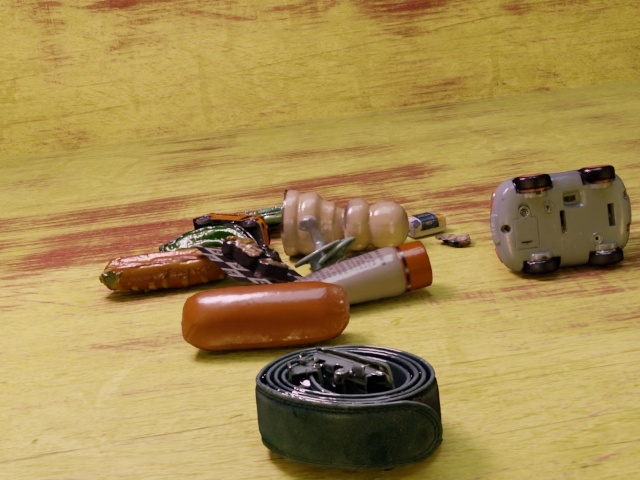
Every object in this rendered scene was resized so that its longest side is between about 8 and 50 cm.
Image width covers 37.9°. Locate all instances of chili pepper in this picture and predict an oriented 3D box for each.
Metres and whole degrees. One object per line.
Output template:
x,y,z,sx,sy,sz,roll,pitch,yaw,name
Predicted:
-0.250,0.023,1.963,0.279,0.065,0.122,-10,36,10,chili pepper

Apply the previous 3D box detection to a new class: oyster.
0.276,-0.001,1.920,0.054,0.019,0.083,-19,19,-41,oyster

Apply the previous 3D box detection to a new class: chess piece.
0.053,-0.033,1.932,0.261,0.143,0.143,2,17,8,chess piece

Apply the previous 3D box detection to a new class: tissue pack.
0.223,-0.035,2.015,0.083,0.042,0.062,-12,15,-21,tissue pack

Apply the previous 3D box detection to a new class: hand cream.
0.038,0.075,1.634,0.314,0.089,0.140,-12,3,-6,hand cream

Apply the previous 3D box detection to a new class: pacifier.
0.000,0.000,1.826,0.127,0.116,0.150,-29,-6,26,pacifier

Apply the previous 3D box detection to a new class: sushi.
-0.113,0.029,1.762,0.192,0.050,0.215,9,13,-32,sushi

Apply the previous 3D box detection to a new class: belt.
0.042,0.200,1.158,0.267,0.116,0.206,5,15,41,belt

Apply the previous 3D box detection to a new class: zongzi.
0.048,0.055,1.785,0.113,0.052,0.104,-10,3,39,zongzi

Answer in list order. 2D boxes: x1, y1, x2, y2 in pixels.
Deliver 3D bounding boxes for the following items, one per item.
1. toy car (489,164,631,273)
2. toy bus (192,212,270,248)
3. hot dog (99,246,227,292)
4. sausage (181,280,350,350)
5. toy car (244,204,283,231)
0.434,-0.044,1.755,0.270,0.180,0.212,-8,6,-9,toy car
-0.183,-0.018,2.036,0.194,0.083,0.088,5,21,34,toy bus
-0.303,0.057,1.847,0.269,0.072,0.115,-6,18,-4,hot dog
-0.088,0.121,1.498,0.274,0.105,0.105,-5,16,6,sausage
-0.129,-0.048,2.168,0.093,0.058,0.186,-10,5,-10,toy car
